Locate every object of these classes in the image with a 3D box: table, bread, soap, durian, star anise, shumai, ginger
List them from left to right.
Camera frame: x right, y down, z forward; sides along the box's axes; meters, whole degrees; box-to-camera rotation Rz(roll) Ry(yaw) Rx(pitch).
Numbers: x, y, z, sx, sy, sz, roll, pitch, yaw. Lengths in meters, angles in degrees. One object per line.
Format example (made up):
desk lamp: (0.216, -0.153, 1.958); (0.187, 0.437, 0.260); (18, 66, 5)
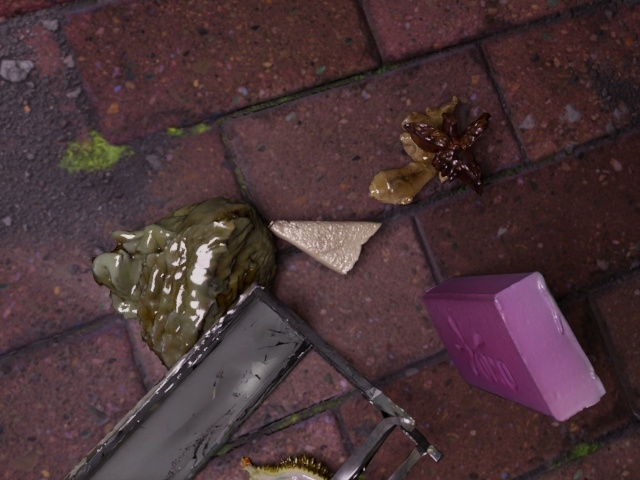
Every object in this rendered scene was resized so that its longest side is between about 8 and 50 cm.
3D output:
shumai: (-0.196, 0.052, 0.725); (0.218, 0.189, 0.256); (16, 89, 14)
table: (-0.071, 0.287, 0.618); (0.335, 0.222, 0.272); (-47, 55, -10)
durian: (-0.040, 0.395, 0.740); (0.208, 0.102, 0.146); (27, 80, 18)
bread: (0.004, -0.021, 0.791); (0.152, 0.077, 0.105); (32, 84, -8)
ginger: (0.162, -0.146, 0.843); (0.214, 0.059, 0.133); (-28, 97, -9)
star anise: (0.223, -0.143, 0.759); (0.158, 0.144, 0.140); (-2, 87, -14)
soap: (0.260, 0.142, 0.725); (0.081, 0.259, 0.181); (-28, 90, -10)
